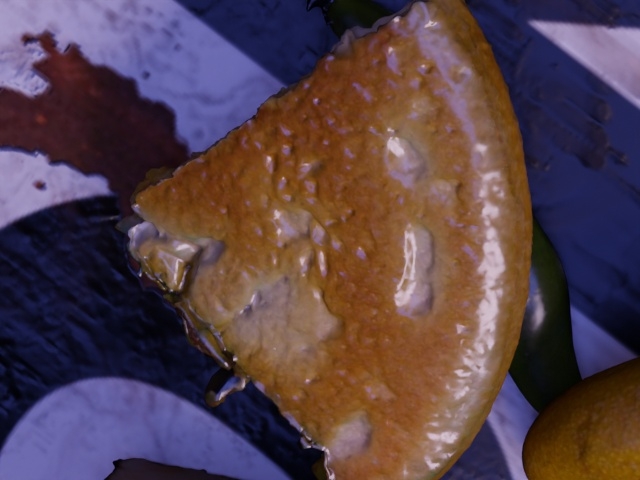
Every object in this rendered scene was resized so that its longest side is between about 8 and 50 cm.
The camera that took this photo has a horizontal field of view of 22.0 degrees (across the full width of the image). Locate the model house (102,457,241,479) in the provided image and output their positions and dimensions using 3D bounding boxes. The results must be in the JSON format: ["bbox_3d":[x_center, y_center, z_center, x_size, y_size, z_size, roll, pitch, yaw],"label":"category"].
[{"bbox_3d":[-0.058,0.227,0.866,0.166,0.183,0.172,10,97,6],"label":"model house"}]

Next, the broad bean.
[{"bbox_3d":[0.080,-0.028,0.885,0.060,0.043,0.297,-27,94,27],"label":"broad bean"}]

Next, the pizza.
[{"bbox_3d":[0.000,0.000,0.864,0.229,0.081,0.289,6,112,17],"label":"pizza"}]

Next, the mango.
[{"bbox_3d":[0.234,0.111,0.836,0.262,0.157,0.109,-9,60,8],"label":"mango"}]
